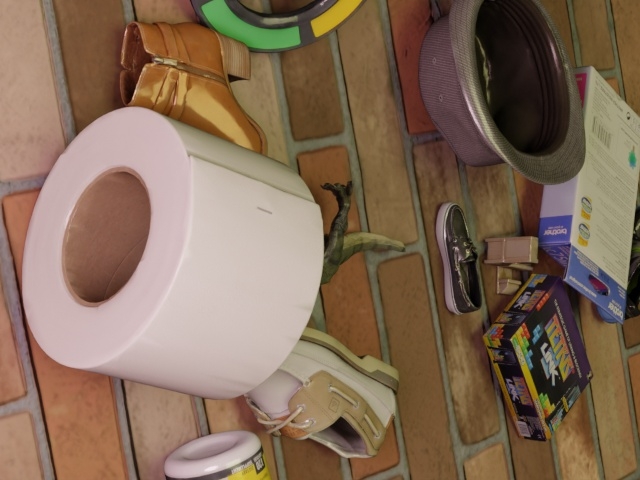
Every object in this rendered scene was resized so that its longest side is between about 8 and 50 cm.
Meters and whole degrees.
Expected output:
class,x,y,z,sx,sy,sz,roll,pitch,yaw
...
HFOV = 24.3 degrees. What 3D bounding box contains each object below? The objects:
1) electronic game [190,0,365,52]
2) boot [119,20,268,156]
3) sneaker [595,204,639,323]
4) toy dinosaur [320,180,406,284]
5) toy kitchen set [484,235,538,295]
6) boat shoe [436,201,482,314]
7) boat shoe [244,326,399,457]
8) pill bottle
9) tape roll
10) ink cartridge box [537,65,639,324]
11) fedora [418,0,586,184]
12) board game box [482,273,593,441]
class,x,y,z,sx,sy,sz,roll,pitch,yaw
electronic game,-0.033,-0.297,1.578,0.229,0.229,0.048,23,27,-42
boot,-0.136,-0.129,1.533,0.152,0.073,0.197,5,71,-47
sneaker,0.450,0.035,2.114,0.067,0.078,0.188,42,57,-35
toy dinosaur,0.000,0.000,1.670,0.268,0.064,0.118,-27,112,-46
toy kitchen set,0.264,0.035,1.924,0.083,0.075,0.068,11,80,-46
boat shoe,0.178,0.021,1.861,0.049,0.040,0.142,-8,92,-46
boat shoe,-0.020,0.161,1.593,0.302,0.113,0.103,23,65,-43
pill bottle,-0.088,0.294,1.517,0.103,0.103,0.184,-25,104,-44
tape roll,-0.139,0.016,1.390,0.169,0.246,0.246,21,72,-44
ink cartridge box,0.368,-0.059,2.028,0.185,0.065,0.311,33,59,-49
fedora,0.211,-0.188,1.853,0.243,0.124,0.276,-18,91,-48
board game box,0.287,0.153,1.943,0.141,0.048,0.170,-46,125,-37
